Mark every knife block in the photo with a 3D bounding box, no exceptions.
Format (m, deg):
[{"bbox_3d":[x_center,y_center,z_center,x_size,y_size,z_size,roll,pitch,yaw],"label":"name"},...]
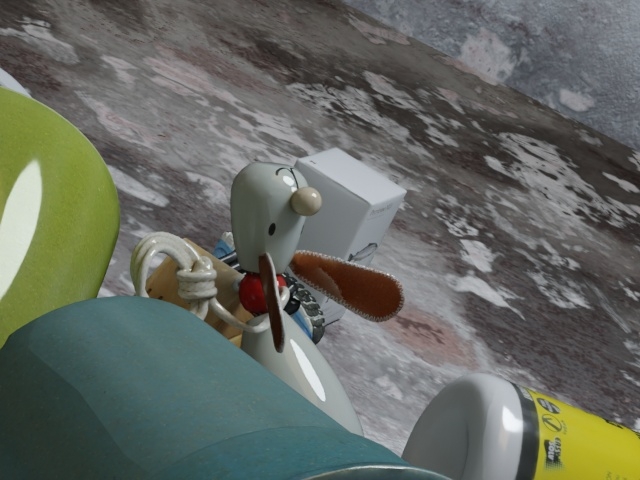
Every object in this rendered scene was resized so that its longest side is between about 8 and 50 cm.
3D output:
[{"bbox_3d":[-0.130,0.119,1.664,0.088,0.242,0.275,32,66,18],"label":"knife block"}]

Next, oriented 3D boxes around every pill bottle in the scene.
[{"bbox_3d":[0.241,0.251,1.462,0.334,0.188,0.188,22,21,-17],"label":"pill bottle"}]

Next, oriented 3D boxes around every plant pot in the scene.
[{"bbox_3d":[-0.310,0.066,1.362,0.275,0.275,0.293,20,39,-17],"label":"plant pot"},{"bbox_3d":[-0.092,0.217,1.151,0.341,0.341,0.334,11,19,-36],"label":"plant pot"}]

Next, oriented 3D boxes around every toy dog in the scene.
[{"bbox_3d":[-0.009,0.105,1.505,0.161,0.333,0.220,-2,24,41],"label":"toy dog"}]

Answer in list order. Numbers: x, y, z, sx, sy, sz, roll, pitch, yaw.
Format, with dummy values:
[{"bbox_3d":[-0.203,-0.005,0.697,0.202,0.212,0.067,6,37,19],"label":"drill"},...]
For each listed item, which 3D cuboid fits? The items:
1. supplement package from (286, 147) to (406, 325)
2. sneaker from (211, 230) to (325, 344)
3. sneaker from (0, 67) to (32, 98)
[{"bbox_3d":[0.000,0.000,1.926,0.105,0.179,0.105,33,23,17],"label":"supplement package"},{"bbox_3d":[-0.062,0.064,1.868,0.162,0.073,0.063,42,9,20],"label":"sneaker"},{"bbox_3d":[-0.445,-0.171,1.964,0.258,0.094,0.091,27,39,14],"label":"sneaker"}]
